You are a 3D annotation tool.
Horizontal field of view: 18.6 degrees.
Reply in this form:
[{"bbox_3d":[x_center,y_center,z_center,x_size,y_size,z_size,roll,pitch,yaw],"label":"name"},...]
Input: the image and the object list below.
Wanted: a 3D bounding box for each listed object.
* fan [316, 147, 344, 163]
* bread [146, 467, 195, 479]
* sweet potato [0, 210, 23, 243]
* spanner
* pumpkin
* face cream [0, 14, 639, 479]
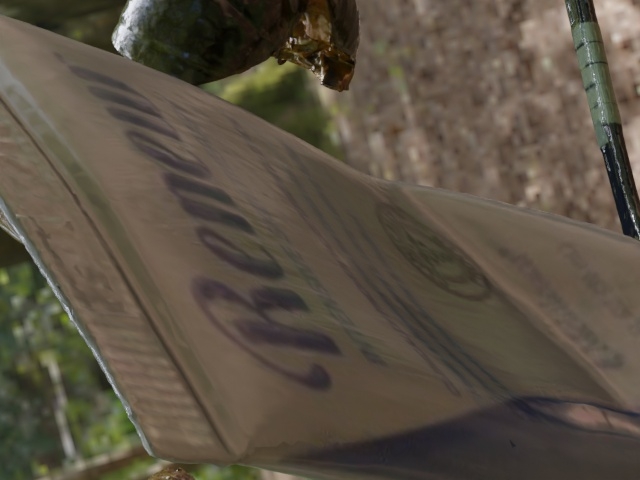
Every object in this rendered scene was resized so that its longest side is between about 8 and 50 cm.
[{"bbox_3d":[0.000,-0.001,1.555,0.011,0.335,0.230,98,164,-47],"label":"fan"},{"bbox_3d":[-0.137,0.274,1.547,0.193,0.064,0.193,-167,90,-76],"label":"bread"},{"bbox_3d":[-0.202,-0.068,1.288,0.252,0.097,0.097,49,160,18],"label":"sweet potato"},{"bbox_3d":[0.180,-0.070,1.199,0.087,0.024,0.316,83,175,-79],"label":"spanner"},{"bbox_3d":[-0.044,-0.159,1.289,0.119,0.183,0.108,27,109,32],"label":"pumpkin"},{"bbox_3d":[0.021,0.031,0.735,0.420,0.137,0.235,20,-154,-50],"label":"face cream"}]
